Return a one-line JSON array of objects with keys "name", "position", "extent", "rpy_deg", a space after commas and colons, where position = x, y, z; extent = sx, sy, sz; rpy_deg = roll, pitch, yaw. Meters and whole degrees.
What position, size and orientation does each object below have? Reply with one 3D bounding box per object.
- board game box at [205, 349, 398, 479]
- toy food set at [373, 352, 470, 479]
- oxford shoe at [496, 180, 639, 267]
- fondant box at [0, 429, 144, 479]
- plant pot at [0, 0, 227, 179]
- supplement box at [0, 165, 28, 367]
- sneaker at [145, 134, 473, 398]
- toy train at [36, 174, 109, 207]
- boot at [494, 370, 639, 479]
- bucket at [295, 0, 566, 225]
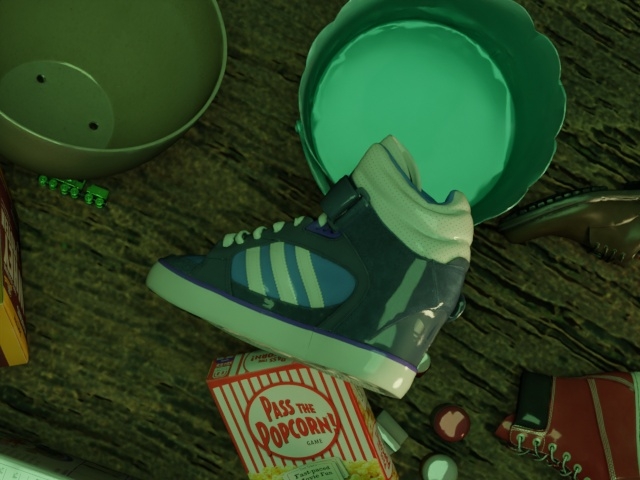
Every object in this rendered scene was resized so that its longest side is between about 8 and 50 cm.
[{"name": "board game box", "position": [-0.017, 0.199, 1.663], "extent": [0.146, 0.045, 0.194], "rpy_deg": [-14, 116, 17]}, {"name": "toy food set", "position": [0.080, 0.169, 1.702], "extent": [0.111, 0.104, 0.232], "rpy_deg": [-42, 90, -4]}, {"name": "oxford shoe", "position": [0.308, -0.014, 1.736], "extent": [0.227, 0.083, 0.096], "rpy_deg": [-8, 89, -3]}, {"name": "fondant box", "position": [-0.281, 0.268, 1.609], "extent": [0.330, 0.238, 0.096], "rpy_deg": [21, 85, -2]}, {"name": "plant pot", "position": [-0.259, -0.175, 1.640], "extent": [0.284, 0.191, 0.284], "rpy_deg": [9, 63, -18]}, {"name": "supplement box", "position": [-0.414, 0.031, 1.633], "extent": [0.194, 0.129, 0.191], "rpy_deg": [-9, 58, -3]}, {"name": "sneaker", "position": [0.000, 0.000, 1.557], "extent": [0.322, 0.130, 0.236], "rpy_deg": [19, 82, 33]}, {"name": "toy train", "position": [-0.272, -0.060, 1.738], "extent": [0.083, 0.017, 0.024], "rpy_deg": [22, 76, -2]}, {"name": "boot", "position": [0.277, 0.260, 1.702], "extent": [0.176, 0.088, 0.244], "rpy_deg": [0, 66, -2]}, {"name": "bucket", "position": [0.109, -0.134, 1.681], "extent": [0.281, 0.183, 0.281], "rpy_deg": [0, 87, -2]}]
